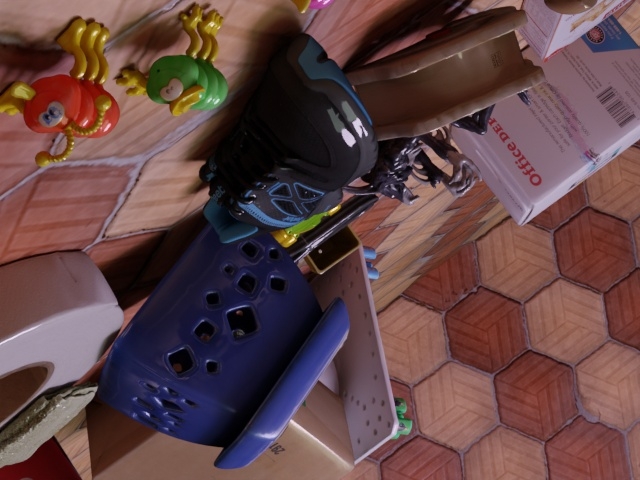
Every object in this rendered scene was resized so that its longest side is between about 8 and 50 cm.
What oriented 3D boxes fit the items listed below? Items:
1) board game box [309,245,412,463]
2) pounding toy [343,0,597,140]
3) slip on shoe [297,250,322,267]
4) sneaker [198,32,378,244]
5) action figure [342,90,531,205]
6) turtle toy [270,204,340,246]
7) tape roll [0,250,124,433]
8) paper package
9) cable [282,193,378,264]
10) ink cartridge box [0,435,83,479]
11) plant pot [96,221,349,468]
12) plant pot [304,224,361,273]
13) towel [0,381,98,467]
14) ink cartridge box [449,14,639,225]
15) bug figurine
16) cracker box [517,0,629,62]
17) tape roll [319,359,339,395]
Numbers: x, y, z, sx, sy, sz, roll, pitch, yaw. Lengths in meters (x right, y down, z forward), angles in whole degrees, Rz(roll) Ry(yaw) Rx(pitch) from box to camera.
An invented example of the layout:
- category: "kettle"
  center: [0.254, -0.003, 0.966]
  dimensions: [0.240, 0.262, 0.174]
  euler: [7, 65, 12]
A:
- category: "board game box"
  center: [0.021, 0.259, 2.123]
  dimensions: [0.050, 0.390, 0.390]
  euler: [10, 144, -30]
- category: "pounding toy"
  center: [0.146, -0.222, 1.200]
  dimensions: [0.269, 0.155, 0.154]
  euler: [-25, -164, -15]
- category: "slip on shoe"
  center: [0.006, 0.019, 1.886]
  dimensions: [0.135, 0.041, 0.051]
  euler: [-31, 168, -33]
- category: "sneaker"
  center: [-0.039, -0.075, 1.080]
  dimensions: [0.139, 0.125, 0.341]
  euler: [-29, 166, -15]
- category: "action figure"
  center: [0.164, -0.123, 1.517]
  dimensions: [0.275, 0.141, 0.164]
  euler: [-40, -179, 6]
- category: "turtle toy"
  center: [-0.029, -0.043, 1.415]
  dimensions: [0.095, 0.066, 0.130]
  euler: [-36, 171, 3]
- category: "tape roll"
  center: [-0.373, 0.155, 1.124]
  dimensions: [0.392, 0.072, 0.392]
  euler: [-35, 170, -7]
- category: "paper package"
  center: [-0.154, 0.303, 1.755]
  dimensions: [0.309, 0.168, 0.325]
  euler: [-36, 129, 14]
- category: "cable"
  center: [-0.051, 0.003, 1.560]
  dimensions: [0.287, 0.072, 0.139]
  euler: [-41, 169, 3]
- category: "ink cartridge box"
  center: [-0.510, 0.420, 1.681]
  dimensions: [0.272, 0.130, 0.309]
  euler: [-45, 168, 33]
- category: "plant pot"
  center: [-0.110, 0.132, 1.346]
  dimensions: [0.236, 0.212, 0.236]
  euler: [-54, 180, -27]
- category: "plant pot"
  center: [0.000, 0.000, 1.685]
  dimensions: [0.081, 0.081, 0.083]
  euler: [-35, 180, -14]
- category: "towel"
  center: [-0.325, 0.214, 1.278]
  dimensions: [0.148, 0.027, 0.110]
  euler: [-39, 170, 13]
- category: "ink cartridge box"
  center: [0.361, -0.189, 1.719]
  dimensions: [0.270, 0.198, 0.197]
  euler: [-36, 171, -2]
- category: "bug figurine"
  center: [-0.077, -0.150, 0.750]
  dimensions: [0.279, 0.072, 0.216]
  euler: [-41, 169, 19]
- category: "cracker box"
  center: [0.333, -0.322, 1.390]
  dimensions: [0.155, 0.067, 0.232]
  euler: [-36, 171, -3]
- category: "tape roll"
  center: [-0.111, 0.266, 2.029]
  dimensions: [0.169, 0.246, 0.246]
  euler: [-27, 166, -48]
